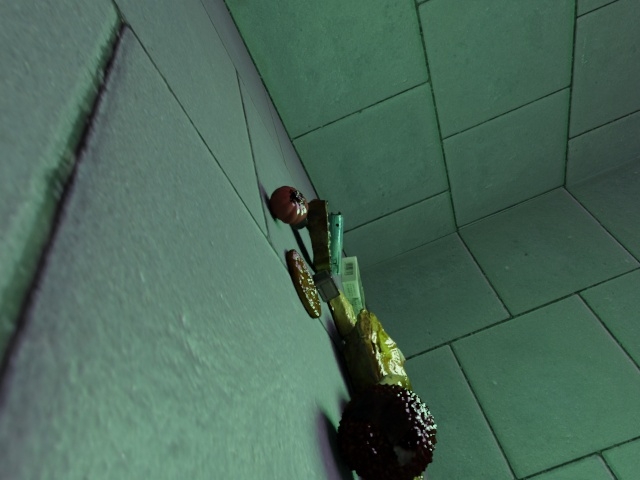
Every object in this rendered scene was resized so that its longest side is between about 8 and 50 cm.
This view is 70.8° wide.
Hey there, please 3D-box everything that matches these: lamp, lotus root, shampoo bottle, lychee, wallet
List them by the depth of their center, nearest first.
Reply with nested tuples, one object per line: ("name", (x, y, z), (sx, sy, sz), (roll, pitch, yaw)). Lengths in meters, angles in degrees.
("lychee", (0.123, 0.357, 0.829), (0.188, 0.188, 0.188), (-23, 90, -85))
("lamp", (-0.083, -0.093, 1.180), (0.107, 0.092, 0.107), (28, 40, -27))
("lotus root", (0.000, 0.000, 1.463), (0.170, 0.075, 0.260), (-97, -179, -83))
("shampoo bottle", (-0.082, -0.109, 1.472), (0.207, 0.057, 0.063), (-105, 171, -56))
("wallet", (0.060, 0.007, 1.894), (0.176, 0.075, 0.250), (-100, -168, -81))

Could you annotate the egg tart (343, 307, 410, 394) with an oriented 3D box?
("egg tart", (0.159, 0.378, 1.352), (0.352, 0.150, 0.352), (62, 11, -22))

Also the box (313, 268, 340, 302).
("box", (0.017, 0.139, 1.420), (0.084, 0.060, 0.063), (63, 2, -31))

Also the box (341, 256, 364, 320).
("box", (0.144, 0.219, 1.954), (0.164, 0.069, 0.256), (-86, 166, -54))

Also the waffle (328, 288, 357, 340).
("waffle", (0.092, 0.279, 1.589), (0.274, 0.057, 0.168), (58, 10, -64))

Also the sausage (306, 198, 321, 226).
("sausage", (-0.020, -0.114, 1.924), (0.274, 0.105, 0.105), (-84, 150, -75))

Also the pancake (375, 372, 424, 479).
("pancake", (0.193, 0.502, 1.063), (0.387, 0.082, 0.386), (-8, 90, -69))

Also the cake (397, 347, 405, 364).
("cake", (0.220, 0.411, 1.789), (0.158, 0.160, 0.262), (57, 9, -48))

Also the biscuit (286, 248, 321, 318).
("biscuit", (-0.038, 0.109, 1.139), (0.188, 0.027, 0.187), (-22, 90, -86))
